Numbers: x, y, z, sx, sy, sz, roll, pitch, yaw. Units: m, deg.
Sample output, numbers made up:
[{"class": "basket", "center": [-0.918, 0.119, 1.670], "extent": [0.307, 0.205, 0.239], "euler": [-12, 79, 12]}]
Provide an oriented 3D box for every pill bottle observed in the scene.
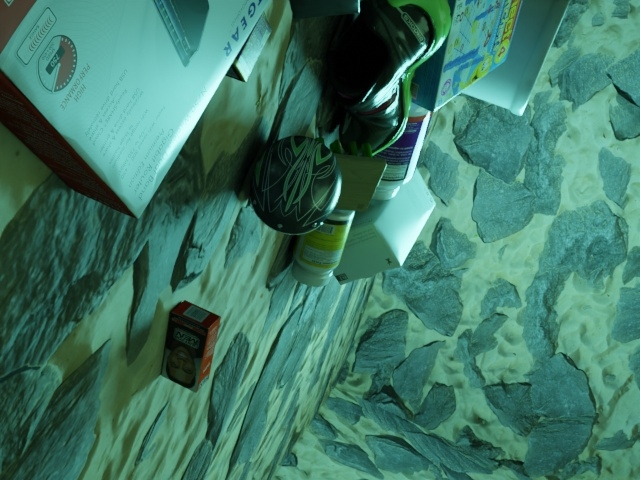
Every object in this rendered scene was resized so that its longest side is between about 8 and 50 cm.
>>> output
[{"class": "pill bottle", "center": [0.181, -0.268, 1.648], "extent": [0.323, 0.181, 0.181], "euler": [101, 17, -44]}, {"class": "pill bottle", "center": [0.000, 0.000, 1.508], "extent": [0.119, 0.119, 0.208], "euler": [-46, 156, -58]}]

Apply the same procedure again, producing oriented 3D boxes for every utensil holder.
[{"class": "utensil holder", "center": [0.450, -0.571, 1.770], "extent": [0.327, 0.385, 0.327], "euler": [23, 90, -78]}]

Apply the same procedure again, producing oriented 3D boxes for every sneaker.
[{"class": "sneaker", "center": [0.093, -0.337, 1.284], "extent": [0.202, 0.185, 0.483], "euler": [-20, 157, -19]}]

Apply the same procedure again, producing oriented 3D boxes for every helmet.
[{"class": "helmet", "center": [-0.042, -0.095, 1.071], "extent": [0.161, 0.169, 0.169], "euler": [-147, -100, -86]}]

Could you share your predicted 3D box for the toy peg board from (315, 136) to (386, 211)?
[{"class": "toy peg board", "center": [0.042, -0.150, 1.381], "extent": [0.160, 0.161, 0.079], "euler": [111, -20, -50]}]

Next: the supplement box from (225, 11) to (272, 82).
[{"class": "supplement box", "center": [-0.102, -0.255, 0.804], "extent": [0.083, 0.043, 0.055], "euler": [-65, 167, -8]}]

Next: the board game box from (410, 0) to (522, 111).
[{"class": "board game box", "center": [0.317, -0.475, 1.330], "extent": [0.302, 0.086, 0.308], "euler": [-38, 149, -31]}]

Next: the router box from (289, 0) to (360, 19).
[{"class": "router box", "center": [-0.011, -0.387, 0.570], "extent": [0.309, 0.081, 0.243], "euler": [56, 30, -83]}]

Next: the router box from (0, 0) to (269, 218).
[{"class": "router box", "center": [-0.156, -0.229, 0.536], "extent": [0.301, 0.082, 0.335], "euler": [76, 38, -70]}]

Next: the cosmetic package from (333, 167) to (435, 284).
[{"class": "cosmetic package", "center": [0.171, -0.050, 1.840], "extent": [0.217, 0.156, 0.385], "euler": [-21, -163, 34]}]

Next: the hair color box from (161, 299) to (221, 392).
[{"class": "hair color box", "center": [-0.214, 0.175, 1.030], "extent": [0.043, 0.072, 0.141], "euler": [-49, 157, -57]}]
